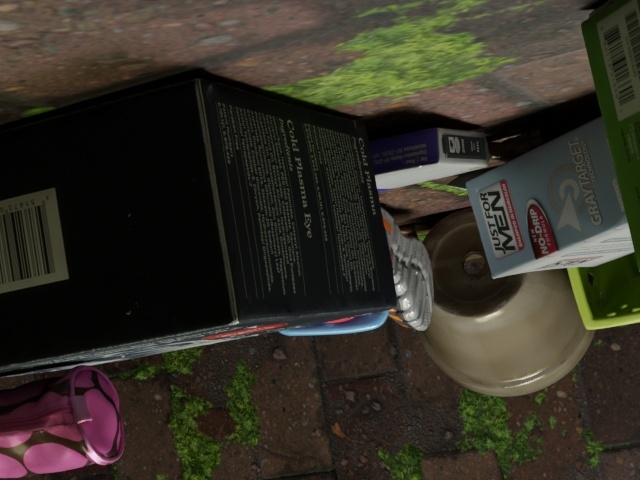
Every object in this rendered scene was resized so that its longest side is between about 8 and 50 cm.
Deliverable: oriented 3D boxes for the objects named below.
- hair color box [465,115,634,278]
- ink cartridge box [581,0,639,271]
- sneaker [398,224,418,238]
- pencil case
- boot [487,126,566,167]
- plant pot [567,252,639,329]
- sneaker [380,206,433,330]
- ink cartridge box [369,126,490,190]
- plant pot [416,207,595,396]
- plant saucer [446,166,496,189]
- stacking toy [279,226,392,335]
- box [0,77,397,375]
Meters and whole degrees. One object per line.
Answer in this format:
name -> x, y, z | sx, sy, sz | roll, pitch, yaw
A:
hair color box -> 0.346, -0.074, 1.253 | 0.185, 0.114, 0.374 | -4, 164, -42
ink cartridge box -> 0.330, -0.092, 0.879 | 0.255, 0.189, 0.097 | -9, 173, -19
sneaker -> 0.121, 0.018, 2.230 | 0.064, 0.067, 0.175 | -10, 176, -17
pencil case -> -0.266, 0.152, 1.004 | 0.209, 0.095, 0.098 | -12, 153, 6
boot -> 0.210, -0.095, 1.402 | 0.114, 0.037, 0.106 | -16, 161, 31
plant pot -> 0.542, 0.006, 2.112 | 0.228, 0.227, 0.207 | -14, 180, 27
sneaker -> 0.052, 0.040, 1.911 | 0.180, 0.125, 0.321 | -3, 149, 25
ink cartridge box -> 0.039, -0.071, 1.256 | 0.206, 0.045, 0.208 | -11, 179, 24
plant pot -> 0.285, 0.076, 2.139 | 0.323, 0.323, 0.280 | -12, 157, 17
plant saucer -> 0.255, -0.063, 1.583 | 0.195, 0.037, 0.195 | 13, -176, -1
stacking toy -> 0.000, 0.000, 1.579 | 0.165, 0.175, 0.302 | -5, 161, 5
box -> -0.156, 0.006, 1.059 | 0.343, 0.179, 0.312 | -12, 175, 24
